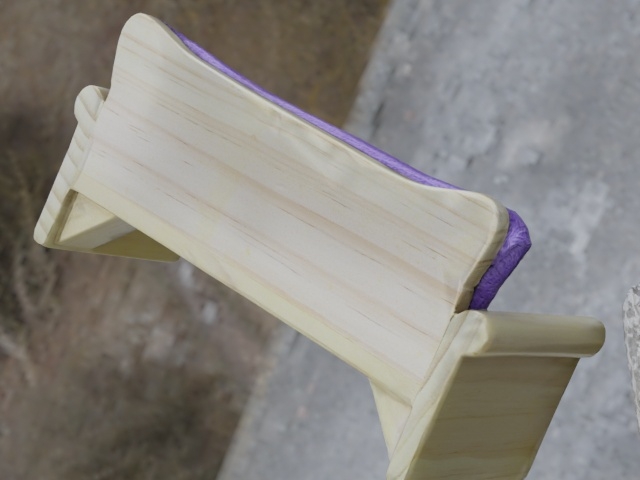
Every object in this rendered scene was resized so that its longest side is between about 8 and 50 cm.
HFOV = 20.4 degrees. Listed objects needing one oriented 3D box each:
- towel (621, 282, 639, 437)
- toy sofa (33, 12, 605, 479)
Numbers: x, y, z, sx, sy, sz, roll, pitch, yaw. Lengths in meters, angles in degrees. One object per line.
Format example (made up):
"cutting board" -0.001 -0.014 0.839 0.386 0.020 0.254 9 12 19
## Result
"towel" 0.247 0.183 1.176 0.049 0.187 0.282 -10 62 12
"toy sofa" 0.000 0.000 1.151 0.362 0.150 0.177 30 102 34
